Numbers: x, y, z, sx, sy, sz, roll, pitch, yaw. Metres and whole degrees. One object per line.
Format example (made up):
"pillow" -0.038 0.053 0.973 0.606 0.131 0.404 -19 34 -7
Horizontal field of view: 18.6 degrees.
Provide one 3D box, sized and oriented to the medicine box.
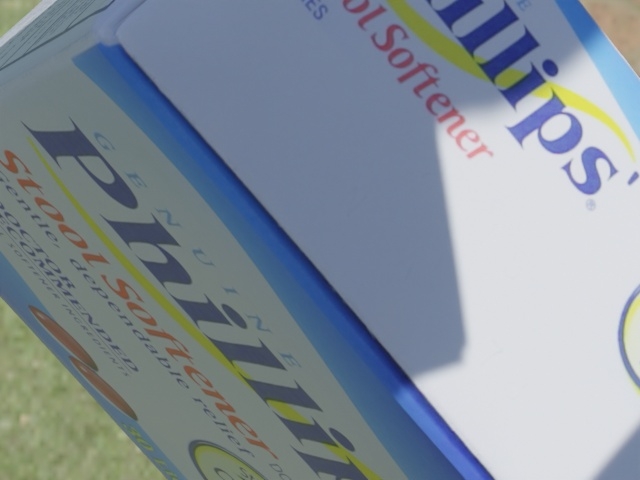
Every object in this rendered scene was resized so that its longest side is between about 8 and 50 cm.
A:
"medicine box" 0.000 0.000 0.744 0.149 0.263 0.289 -46 14 -22
